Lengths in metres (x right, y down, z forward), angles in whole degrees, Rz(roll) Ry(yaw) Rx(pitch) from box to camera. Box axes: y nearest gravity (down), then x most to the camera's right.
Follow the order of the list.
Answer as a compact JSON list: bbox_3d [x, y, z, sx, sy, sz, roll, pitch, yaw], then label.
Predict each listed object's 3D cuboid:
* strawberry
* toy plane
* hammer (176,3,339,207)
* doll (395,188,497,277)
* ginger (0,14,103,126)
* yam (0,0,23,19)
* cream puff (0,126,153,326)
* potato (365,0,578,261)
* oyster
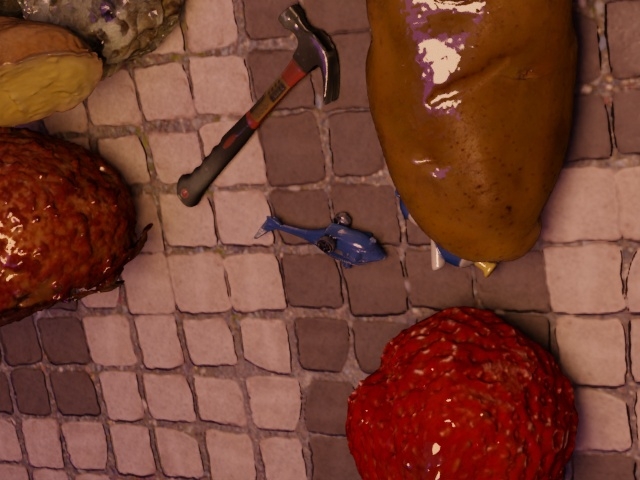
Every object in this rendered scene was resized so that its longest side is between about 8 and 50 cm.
[{"bbox_3d":[0.142,0.216,1.099,0.257,0.277,0.257,9,112,22],"label":"strawberry"},{"bbox_3d":[0.000,0.000,1.233,0.167,0.054,0.062,17,138,21],"label":"toy plane"},{"bbox_3d":[-0.084,-0.141,1.237,0.111,0.033,0.287,50,121,6],"label":"hammer"},{"bbox_3d":[0.140,-0.017,1.150,0.143,0.057,0.099,36,96,13],"label":"doll"},{"bbox_3d":[-0.408,-0.193,1.176,0.354,0.126,0.190,3,74,17],"label":"ginger"},{"bbox_3d":[-0.438,-0.306,1.295,0.254,0.154,0.154,-24,94,29],"label":"yam"},{"bbox_3d":[-0.396,-0.023,1.259,0.350,0.350,0.229,-10,107,29],"label":"cream puff"},{"bbox_3d":[0.152,-0.156,1.040,0.176,0.195,0.369,17,115,57],"label":"potato"},{"bbox_3d":[-0.252,-0.294,1.201,0.198,0.112,0.268,3,115,0],"label":"oyster"}]
